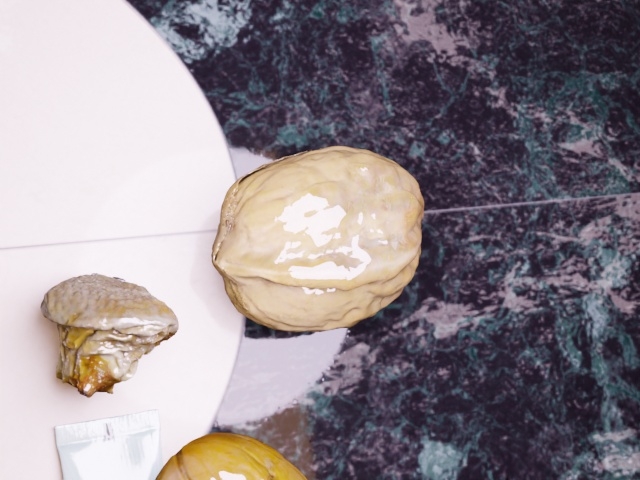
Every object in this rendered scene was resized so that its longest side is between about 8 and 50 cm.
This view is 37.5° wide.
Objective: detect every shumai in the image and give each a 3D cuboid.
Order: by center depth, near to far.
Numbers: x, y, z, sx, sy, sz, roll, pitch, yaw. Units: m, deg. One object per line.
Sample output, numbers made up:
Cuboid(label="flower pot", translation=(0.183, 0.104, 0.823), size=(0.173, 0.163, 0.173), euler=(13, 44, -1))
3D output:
Cuboid(label="shumai", translation=(-0.224, 0.103, 0.978), size=(0.145, 0.145, 0.116), euler=(7, 102, -13))

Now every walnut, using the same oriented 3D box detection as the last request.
Cuboid(label="walnut", translation=(-0.081, 0.292, 0.950), size=(0.167, 0.167, 0.207), euler=(-40, 94, -16))
Cuboid(label="walnut", translation=(0.000, 0.000, 1.000), size=(0.245, 0.198, 0.198), euler=(-12, 85, -25))

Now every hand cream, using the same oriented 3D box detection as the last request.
Cuboid(label="hand cream", translation=(-0.199, 0.342, 0.972), size=(0.109, 0.067, 0.320), euler=(-7, 79, -16))
